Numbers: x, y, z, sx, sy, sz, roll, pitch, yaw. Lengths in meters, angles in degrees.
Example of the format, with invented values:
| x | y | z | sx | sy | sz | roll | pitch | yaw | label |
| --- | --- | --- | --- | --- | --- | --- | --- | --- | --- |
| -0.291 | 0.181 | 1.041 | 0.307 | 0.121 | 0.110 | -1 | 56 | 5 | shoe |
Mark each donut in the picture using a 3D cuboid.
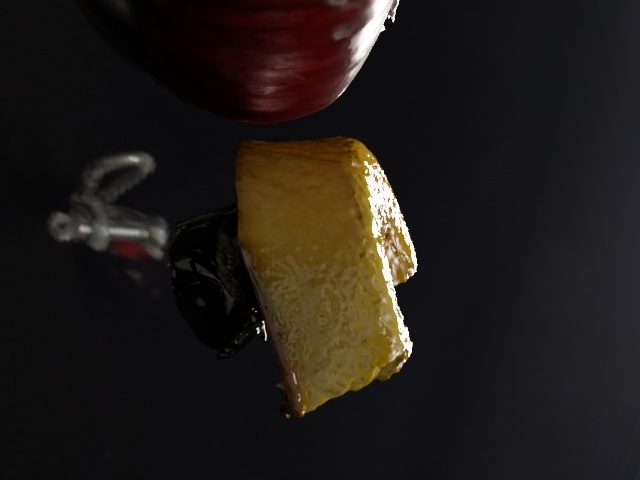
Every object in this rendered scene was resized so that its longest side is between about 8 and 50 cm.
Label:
| x | y | z | sx | sy | sz | roll | pitch | yaw | label |
| --- | --- | --- | --- | --- | --- | --- | --- | --- | --- |
| -0.002 | -0.002 | 0.969 | 0.101 | 0.259 | 0.152 | -16 | -72 | 11 | donut |

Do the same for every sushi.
| x | y | z | sx | sy | sz | roll | pitch | yaw | label |
| --- | --- | --- | --- | --- | --- | --- | --- | --- | --- |
| -0.063 | 0.031 | 0.953 | 0.056 | 0.083 | 0.084 | -19 | -72 | 13 | sushi |

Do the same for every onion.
| x | y | z | sx | sy | sz | roll | pitch | yaw | label |
| --- | --- | --- | --- | --- | --- | --- | --- | --- | --- |
| -0.076 | -0.191 | 0.733 | 0.285 | 0.273 | 0.273 | -6 | -74 | -15 | onion |
